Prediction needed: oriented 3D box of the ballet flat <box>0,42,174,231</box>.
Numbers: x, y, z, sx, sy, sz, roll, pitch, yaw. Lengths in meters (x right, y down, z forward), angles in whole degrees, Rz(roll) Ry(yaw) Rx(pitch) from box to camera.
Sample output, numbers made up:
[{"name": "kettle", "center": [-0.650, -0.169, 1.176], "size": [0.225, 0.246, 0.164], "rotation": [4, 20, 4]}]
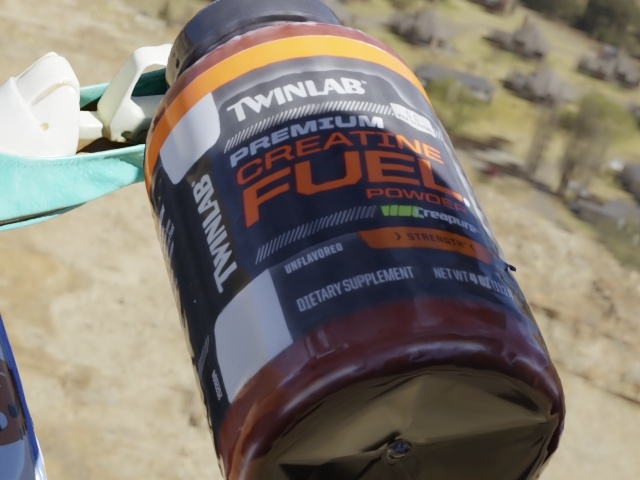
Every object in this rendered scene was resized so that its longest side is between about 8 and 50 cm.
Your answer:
[{"name": "ballet flat", "center": [-0.123, -0.068, 0.914], "size": [0.247, 0.087, 0.083], "rotation": [-12, 41, -26]}]

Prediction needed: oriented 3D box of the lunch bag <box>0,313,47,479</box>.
[{"name": "lunch bag", "center": [-0.258, 0.029, 0.662], "size": [0.243, 0.115, 0.303], "rotation": [-18, 82, -49]}]

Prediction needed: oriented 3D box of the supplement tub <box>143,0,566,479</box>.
[{"name": "supplement tub", "center": [0.000, 0.000, 0.539], "size": [0.106, 0.106, 0.198], "rotation": [6, 40, -25]}]
